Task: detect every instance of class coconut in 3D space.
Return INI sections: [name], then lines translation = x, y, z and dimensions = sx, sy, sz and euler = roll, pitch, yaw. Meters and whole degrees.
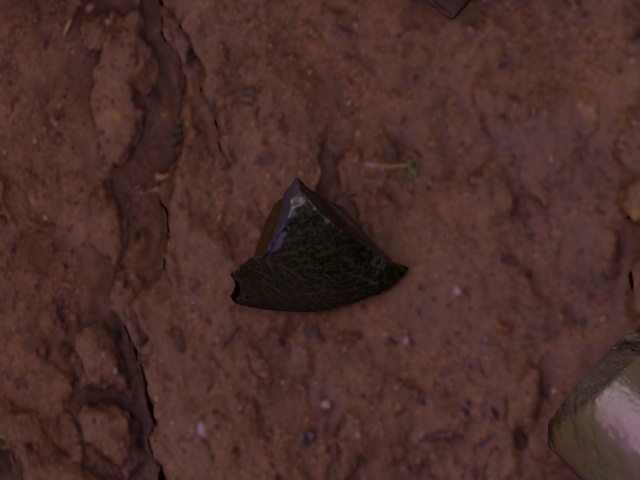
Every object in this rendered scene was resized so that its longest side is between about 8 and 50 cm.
[coconut]
translation = 0.228, 0.135, 0.731
dimensions = 0.122, 0.116, 0.116
euler = 42, 103, 18

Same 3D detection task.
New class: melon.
[melon]
translation = 0.003, 0.004, 0.847
dimensions = 0.139, 0.202, 0.093
euler = 13, 70, -10

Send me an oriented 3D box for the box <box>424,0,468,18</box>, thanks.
[box]
translation = 0.111, -0.334, 0.816
dimensions = 0.260, 0.111, 0.194
euler = -48, 71, 15
